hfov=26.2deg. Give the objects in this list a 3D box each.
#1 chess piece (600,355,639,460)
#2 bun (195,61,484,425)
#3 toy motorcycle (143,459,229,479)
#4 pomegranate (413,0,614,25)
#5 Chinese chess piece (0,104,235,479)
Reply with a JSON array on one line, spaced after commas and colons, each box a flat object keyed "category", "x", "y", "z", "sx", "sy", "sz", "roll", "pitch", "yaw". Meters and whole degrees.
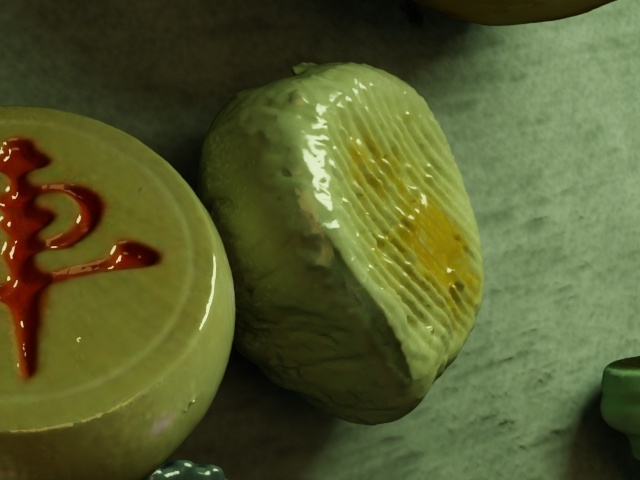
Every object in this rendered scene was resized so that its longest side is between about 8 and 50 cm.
[{"category": "chess piece", "x": 0.291, "y": 0.225, "z": 1.062, "sx": 0.139, "sy": 0.139, "sz": 0.271, "roll": -5, "pitch": 92, "yaw": -31}, {"category": "bun", "x": 0.000, "y": 0.000, "z": 0.913, "sx": 0.244, "sy": 0.153, "sz": 0.244, "roll": 38, "pitch": 43, "yaw": -45}, {"category": "toy motorcycle", "x": -0.060, "y": 0.342, "z": 0.782, "sx": 0.232, "sy": 0.172, "sz": 0.416, "roll": -28, "pitch": 101, "yaw": -38}, {"category": "pomegranate", "x": 0.162, "y": -0.353, "z": 0.965, "sx": 0.411, "sy": 0.411, "sz": 0.411, "roll": 8, "pitch": 74, "yaw": -29}, {"category": "Chinese chess piece", "x": -0.173, "y": 0.034, "z": 0.779, "sx": 0.251, "sy": 0.097, "sz": 0.251, "roll": 6, "pitch": 51, "yaw": -8}]
